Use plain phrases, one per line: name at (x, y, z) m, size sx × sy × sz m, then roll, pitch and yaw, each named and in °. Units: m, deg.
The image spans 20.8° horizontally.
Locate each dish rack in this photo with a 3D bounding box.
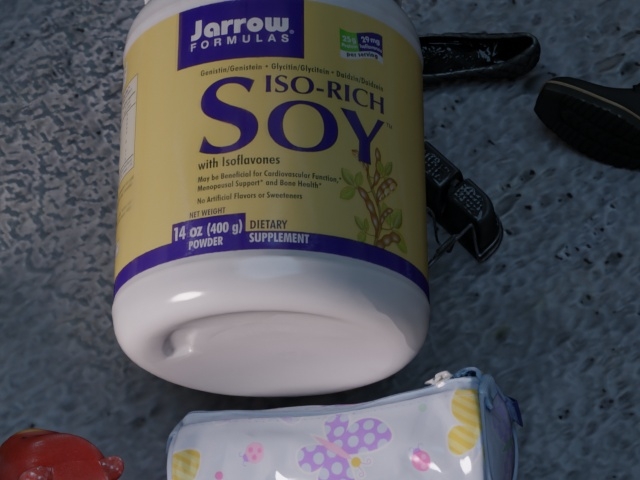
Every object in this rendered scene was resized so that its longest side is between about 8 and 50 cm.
dish rack at (0.000, 0.000, 1.498) m, size 0.271 × 0.074 × 0.208 m, roll -42°, pitch 71°, yaw -14°

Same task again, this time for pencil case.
pencil case at (0.018, 0.175, 1.350) m, size 0.273 × 0.124 × 0.113 m, roll -11°, pitch 31°, yaw 19°

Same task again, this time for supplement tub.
supplement tub at (-0.037, -0.066, 1.357) m, size 0.241 × 0.241 × 0.331 m, roll -1°, pitch 67°, yaw 0°

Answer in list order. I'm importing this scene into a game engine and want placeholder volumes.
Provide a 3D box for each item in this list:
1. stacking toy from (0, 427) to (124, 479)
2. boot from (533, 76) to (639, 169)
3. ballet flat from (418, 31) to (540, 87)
stacking toy at (-0.321, 0.168, 1.307) m, size 0.309 × 0.130 × 0.279 m, roll -16°, pitch 61°, yaw -47°
boot at (0.299, -0.133, 1.558) m, size 0.198 × 0.077 × 0.137 m, roll 23°, pitch 63°, yaw -4°
ballet flat at (0.113, -0.170, 1.581) m, size 0.173 × 0.049 × 0.057 m, roll -5°, pitch 65°, yaw -2°
